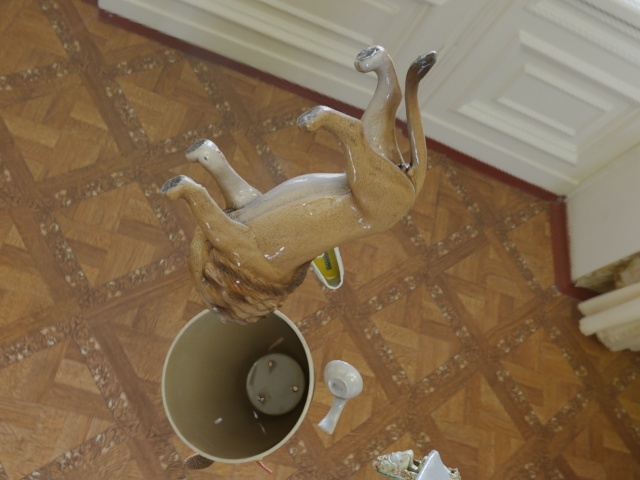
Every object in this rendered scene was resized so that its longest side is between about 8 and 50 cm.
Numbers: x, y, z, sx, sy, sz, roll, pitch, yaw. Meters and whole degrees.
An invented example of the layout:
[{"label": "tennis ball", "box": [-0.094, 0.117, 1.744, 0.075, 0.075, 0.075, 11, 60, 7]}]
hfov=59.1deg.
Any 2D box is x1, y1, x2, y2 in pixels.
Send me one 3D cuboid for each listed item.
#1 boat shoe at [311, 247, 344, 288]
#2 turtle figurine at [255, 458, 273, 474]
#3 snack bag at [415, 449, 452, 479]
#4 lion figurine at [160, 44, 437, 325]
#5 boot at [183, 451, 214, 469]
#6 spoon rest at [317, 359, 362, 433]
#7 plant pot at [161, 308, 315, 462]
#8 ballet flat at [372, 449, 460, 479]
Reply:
[{"label": "boat shoe", "box": [-0.008, 0.005, 1.807, 0.135, 0.156, 0.367, -20, 116, -5]}, {"label": "turtle figurine", "box": [-0.204, 0.535, 1.638, 0.087, 0.217, 0.269, -28, 58, -6]}, {"label": "snack bag", "box": [0.181, 0.550, 0.882, 0.342, 0.037, 0.323, -34, 97, -53]}, {"label": "lion figurine", "box": [-0.013, -0.034, 0.645, 0.240, 0.392, 0.142, 55, 27, -31]}, {"label": "boot", "box": [-0.328, 0.608, 1.651, 0.158, 0.084, 0.059, -24, 119, -10]}, {"label": "spoon rest", "box": [0.057, 0.502, 1.838, 0.137, 0.276, 0.084, 25, 30, 18]}, {"label": "plant pot", "box": [-0.115, 0.259, 1.039, 0.256, 0.274, 0.257, -3, 74, 9]}, {"label": "ballet flat", "box": [0.255, 0.594, 1.475, 0.091, 0.241, 0.077, -19, 117, -64]}]
